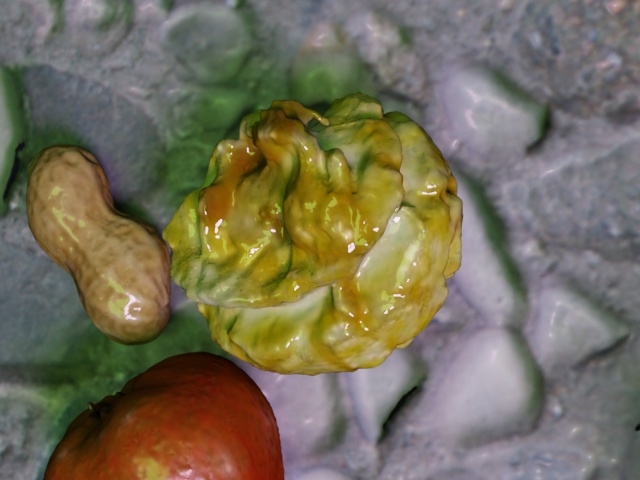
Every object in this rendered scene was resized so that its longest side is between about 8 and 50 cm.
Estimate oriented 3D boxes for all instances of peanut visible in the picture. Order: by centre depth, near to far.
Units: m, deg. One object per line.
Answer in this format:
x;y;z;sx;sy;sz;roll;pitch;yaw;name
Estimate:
-0.186;0.000;0.767;0.089;0.089;0.193;-38;83;9;peanut

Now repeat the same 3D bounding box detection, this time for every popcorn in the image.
0.000;0.000;0.682;0.221;0.184;0.204;-38;70;22;popcorn

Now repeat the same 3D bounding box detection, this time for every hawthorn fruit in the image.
-0.098;0.204;0.703;0.197;0.196;0.225;-30;100;10;hawthorn fruit
